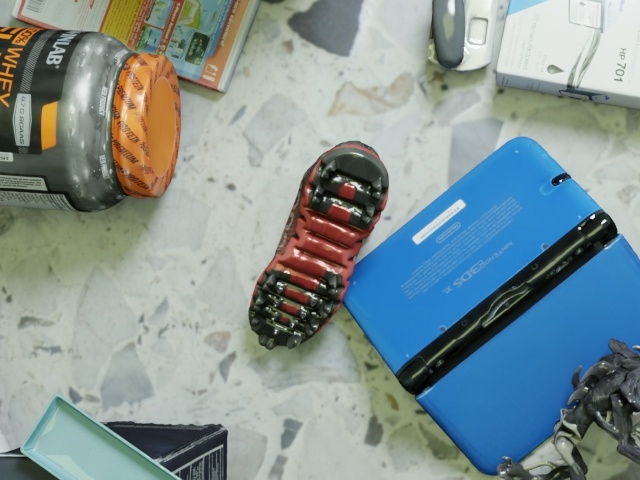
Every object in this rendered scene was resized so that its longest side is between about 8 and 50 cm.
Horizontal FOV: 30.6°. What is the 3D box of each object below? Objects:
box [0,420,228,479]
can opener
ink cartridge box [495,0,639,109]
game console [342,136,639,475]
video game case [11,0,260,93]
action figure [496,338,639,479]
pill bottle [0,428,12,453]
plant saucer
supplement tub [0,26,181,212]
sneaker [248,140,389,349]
[{"bbox_3d":[-0.220,0.357,1.258,0.182,0.294,0.296,1,87,8],"label":"box"},{"bbox_3d":[0.173,-0.333,1.335,0.076,0.095,0.283,7,89,7],"label":"can opener"},{"bbox_3d":[0.304,-0.233,1.321,0.190,0.082,0.140,11,89,9],"label":"ink cartridge box"},{"bbox_3d":[0.214,0.075,1.347,0.293,0.173,0.250,-39,52,4],"label":"game console"},{"bbox_3d":[-0.213,-0.320,1.422,0.285,0.025,0.204,20,90,8],"label":"video game case"},{"bbox_3d":[0.311,0.214,1.258,0.141,0.164,0.276,32,111,-11],"label":"action figure"},{"bbox_3d":[-0.479,0.168,1.368,0.161,0.161,0.283,-29,85,5],"label":"pill bottle"},{"bbox_3d":[-0.190,0.223,1.104,0.192,0.018,0.067,32,90,11],"label":"plant saucer"},{"bbox_3d":[-0.343,-0.140,1.340,0.338,0.207,0.207,4,88,7],"label":"supplement tub"},{"bbox_3d":[0.001,0.000,1.346,0.097,0.135,0.276,24,114,-4],"label":"sneaker"}]
